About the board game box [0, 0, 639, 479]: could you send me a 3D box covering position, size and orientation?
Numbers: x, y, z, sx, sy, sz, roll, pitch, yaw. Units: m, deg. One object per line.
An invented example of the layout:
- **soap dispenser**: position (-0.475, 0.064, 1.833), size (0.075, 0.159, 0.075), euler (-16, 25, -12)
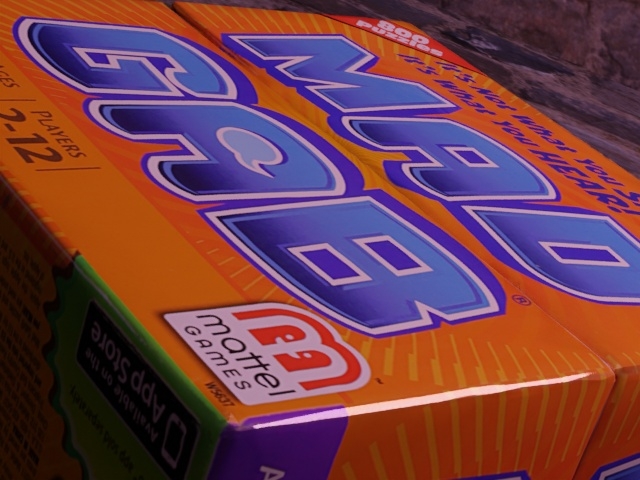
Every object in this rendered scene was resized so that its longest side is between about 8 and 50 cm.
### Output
- **board game box**: position (-0.037, 0.113, 0.710), size (0.356, 0.356, 0.356), euler (-3, 32, -39)
